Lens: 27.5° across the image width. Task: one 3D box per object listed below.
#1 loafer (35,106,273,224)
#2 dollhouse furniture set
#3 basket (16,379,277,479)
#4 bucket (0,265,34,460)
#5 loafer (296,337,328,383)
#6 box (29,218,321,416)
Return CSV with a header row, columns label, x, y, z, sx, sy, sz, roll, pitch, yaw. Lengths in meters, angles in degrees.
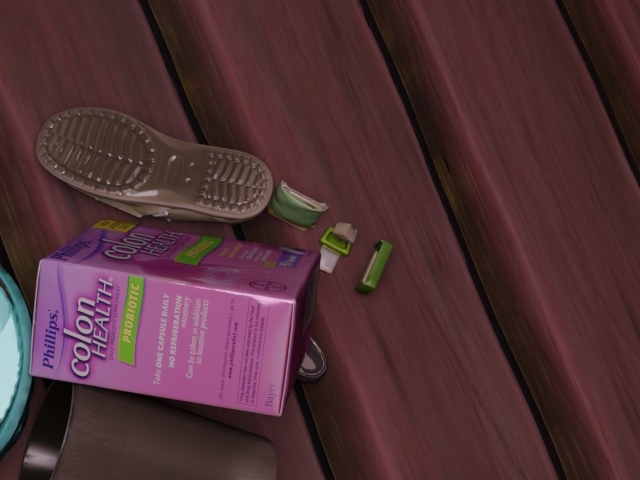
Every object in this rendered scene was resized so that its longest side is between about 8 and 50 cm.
label,x,y,z,sx,sy,sz,roll,pitch,yaw
loafer,-0.182,-0.068,1.431,0.269,0.092,0.102,18,71,8
dollhouse furniture set,0.000,0.000,1.462,0.152,0.076,0.058,28,71,-6
basket,-0.171,0.233,1.315,0.227,0.204,0.154,17,64,-18
bucket,-0.411,0.124,1.277,0.281,0.183,0.281,3,77,-13
loafer,-0.059,0.094,1.432,0.170,0.061,0.062,38,70,-3
box,-0.135,0.069,1.298,0.243,0.213,0.117,8,102,5
